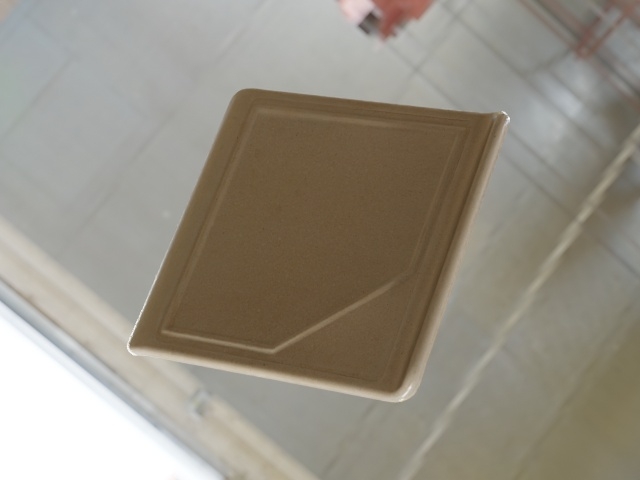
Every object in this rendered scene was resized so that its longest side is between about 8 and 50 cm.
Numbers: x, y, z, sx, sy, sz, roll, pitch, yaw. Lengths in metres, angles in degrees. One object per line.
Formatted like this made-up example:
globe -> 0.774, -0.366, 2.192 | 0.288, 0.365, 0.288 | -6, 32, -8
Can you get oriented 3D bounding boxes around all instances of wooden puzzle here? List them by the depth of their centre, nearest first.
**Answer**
wooden puzzle -> 0.000, 0.000, 1.243 | 0.238, 0.044, 0.221 | 6, -117, 32
